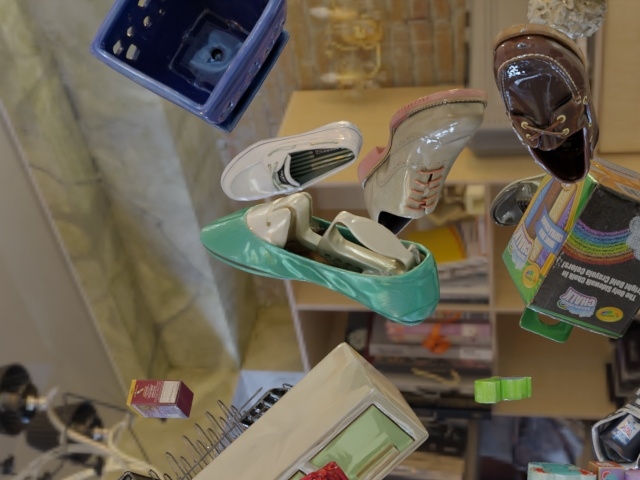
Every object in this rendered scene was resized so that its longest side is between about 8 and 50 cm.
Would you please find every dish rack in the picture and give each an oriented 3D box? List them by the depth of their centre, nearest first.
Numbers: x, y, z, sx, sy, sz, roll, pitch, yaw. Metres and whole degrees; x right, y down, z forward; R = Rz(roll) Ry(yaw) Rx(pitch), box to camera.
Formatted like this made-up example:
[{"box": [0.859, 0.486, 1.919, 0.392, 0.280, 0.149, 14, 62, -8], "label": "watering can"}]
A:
[{"box": [-0.126, 0.292, 1.250, 0.074, 0.271, 0.208, 47, -178, 30], "label": "dish rack"}]

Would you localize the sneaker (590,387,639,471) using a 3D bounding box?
[{"box": [0.518, 0.247, 1.398, 0.153, 0.099, 0.282, -16, -43, -42], "label": "sneaker"}]

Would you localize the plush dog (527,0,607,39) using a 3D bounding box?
[{"box": [0.353, -0.357, 0.989, 0.211, 0.262, 0.225, 67, 164, -15], "label": "plush dog"}]

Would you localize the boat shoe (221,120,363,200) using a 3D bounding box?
[{"box": [-0.048, -0.110, 1.315, 0.083, 0.226, 0.076, 58, -162, -25], "label": "boat shoe"}]

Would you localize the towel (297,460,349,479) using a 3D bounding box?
[{"box": [-0.002, 0.308, 0.642, 0.275, 0.198, 0.031, 57, -176, -12], "label": "towel"}]

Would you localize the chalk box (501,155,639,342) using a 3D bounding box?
[{"box": [0.419, 0.027, 1.460, 0.179, 0.180, 0.289, -95, 28, -63], "label": "chalk box"}]

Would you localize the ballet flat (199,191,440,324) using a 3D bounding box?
[{"box": [0.000, 0.000, 0.863, 0.083, 0.247, 0.087, -51, -26, -50], "label": "ballet flat"}]

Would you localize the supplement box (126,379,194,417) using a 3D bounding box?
[{"box": [-0.243, 0.240, 1.380, 0.055, 0.083, 0.043, 66, -152, -53], "label": "supplement box"}]

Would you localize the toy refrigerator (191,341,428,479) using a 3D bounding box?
[{"box": [-0.030, 0.241, 0.923, 0.102, 0.269, 0.094, 45, -175, -34], "label": "toy refrigerator"}]

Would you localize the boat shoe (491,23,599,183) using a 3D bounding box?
[{"box": [0.201, -0.111, 0.786, 0.207, 0.073, 0.073, 31, -122, -55], "label": "boat shoe"}]

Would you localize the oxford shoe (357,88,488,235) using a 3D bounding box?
[{"box": [0.173, -0.118, 1.474, 0.397, 0.140, 0.147, 125, 140, -68], "label": "oxford shoe"}]

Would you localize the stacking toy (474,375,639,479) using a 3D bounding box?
[{"box": [0.226, 0.192, 0.721, 0.052, 0.221, 0.167, 165, 106, -85], "label": "stacking toy"}]

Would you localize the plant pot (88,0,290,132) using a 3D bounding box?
[{"box": [-0.193, -0.322, 1.482, 0.236, 0.236, 0.212, -58, -11, -1], "label": "plant pot"}]

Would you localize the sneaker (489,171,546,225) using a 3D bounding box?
[{"box": [0.422, -0.072, 1.833, 0.083, 0.222, 0.118, 50, -139, -12], "label": "sneaker"}]
